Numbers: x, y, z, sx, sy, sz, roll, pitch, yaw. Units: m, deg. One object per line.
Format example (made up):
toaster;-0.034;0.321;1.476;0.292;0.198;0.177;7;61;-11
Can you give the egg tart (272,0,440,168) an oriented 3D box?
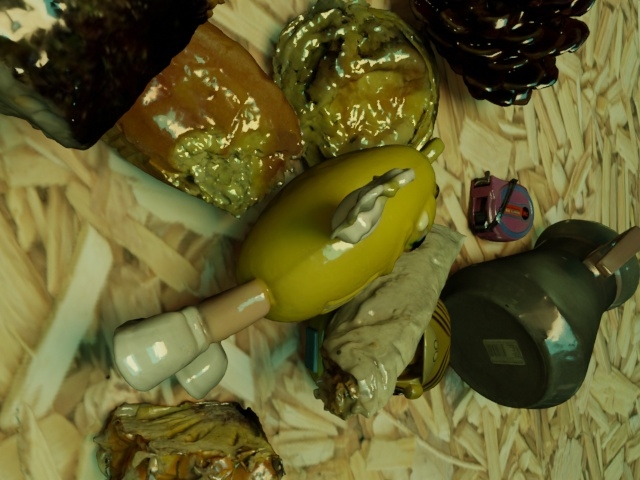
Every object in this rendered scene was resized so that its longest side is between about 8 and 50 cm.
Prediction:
egg tart;0.069;-0.212;0.658;0.296;0.132;0.298;-5;101;-26

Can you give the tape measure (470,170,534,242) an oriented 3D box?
tape measure;0.337;-0.059;0.864;0.118;0.074;0.125;10;85;-27

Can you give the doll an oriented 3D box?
doll;-0.027;0.021;0.522;0.423;0.348;0.161;-38;89;14

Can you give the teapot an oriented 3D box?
teapot;0.396;0.097;0.803;0.343;0.300;0.253;-28;73;-33

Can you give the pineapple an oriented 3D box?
pineapple;-0.146;0.263;0.562;0.236;0.186;0.115;6;97;12

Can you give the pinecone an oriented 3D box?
pinecone;0.270;-0.370;0.684;0.295;0.242;0.299;12;62;-58

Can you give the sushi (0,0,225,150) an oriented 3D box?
sushi;-0.249;-0.218;0.329;0.208;0.348;0.234;-54;159;-12

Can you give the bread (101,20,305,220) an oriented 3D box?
bread;-0.140;-0.144;0.530;0.250;0.133;0.179;42;70;-29

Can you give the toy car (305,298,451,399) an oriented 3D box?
toy car;0.106;0.157;0.702;0.247;0.142;0.201;-6;99;-30

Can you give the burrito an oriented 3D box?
burrito;0.096;0.076;0.612;0.392;0.117;0.076;-47;132;-48
